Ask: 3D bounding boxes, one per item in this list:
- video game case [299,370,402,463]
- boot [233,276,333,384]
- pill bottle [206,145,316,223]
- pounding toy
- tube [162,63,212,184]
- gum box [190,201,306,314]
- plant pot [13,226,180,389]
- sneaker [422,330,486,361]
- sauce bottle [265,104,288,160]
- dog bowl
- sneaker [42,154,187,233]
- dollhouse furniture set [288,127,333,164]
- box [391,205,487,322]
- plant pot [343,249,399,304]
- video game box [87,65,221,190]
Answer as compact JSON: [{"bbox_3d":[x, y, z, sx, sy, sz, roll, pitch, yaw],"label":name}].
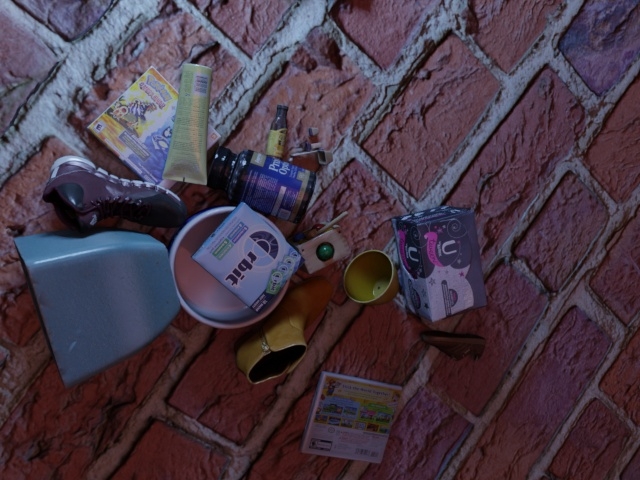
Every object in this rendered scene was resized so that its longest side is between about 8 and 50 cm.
[{"bbox_3d":[0.079,0.447,1.562,0.227,0.026,0.206,15,92,-20],"label":"video game case"},{"bbox_3d":[-0.058,0.202,1.380,0.295,0.211,0.104,-37,108,-12],"label":"boot"},{"bbox_3d":[-0.129,-0.125,1.350,0.219,0.123,0.122,19,90,-8],"label":"pill bottle"},{"bbox_3d":[0.000,0.000,1.412,0.130,0.141,0.100,-27,105,-15],"label":"pounding toy"},{"bbox_3d":[-0.269,-0.239,1.284,0.062,0.070,0.240,1,97,-54],"label":"tube"},{"bbox_3d":[-0.149,0.038,1.305,0.184,0.041,0.157,45,81,-20],"label":"gum box"},{"bbox_3d":[-0.424,0.095,1.218,0.252,0.248,0.247,-19,109,-27],"label":"plant pot"},{"bbox_3d":[0.347,0.279,1.614,0.189,0.066,0.071,8,95,-20],"label":"sneaker"},{"bbox_3d":[-0.096,-0.241,1.399,0.042,0.042,0.128,8,96,-21],"label":"sauce bottle"},{"bbox_3d":[-0.204,0.055,1.366,0.265,0.104,0.264,-3,97,-20],"label":"dog bowl"},{"bbox_3d":[-0.413,-0.054,1.235,0.282,0.162,0.106,19,125,-15],"label":"sneaker"},{"bbox_3d":[-0.027,-0.204,1.392,0.081,0.114,0.090,-12,103,-14],"label":"dollhouse furniture set"},{"bbox_3d":[0.290,0.054,1.524,0.164,0.142,0.247,-15,101,-18],"label":"box"},{"bbox_3d":[0.136,0.103,1.493,0.095,0.134,0.134,38,83,-47],"label":"plant pot"},{"bbox_3d":[-0.346,-0.226,1.309,0.205,0.048,0.187,45,78,-19],"label":"video game box"}]
